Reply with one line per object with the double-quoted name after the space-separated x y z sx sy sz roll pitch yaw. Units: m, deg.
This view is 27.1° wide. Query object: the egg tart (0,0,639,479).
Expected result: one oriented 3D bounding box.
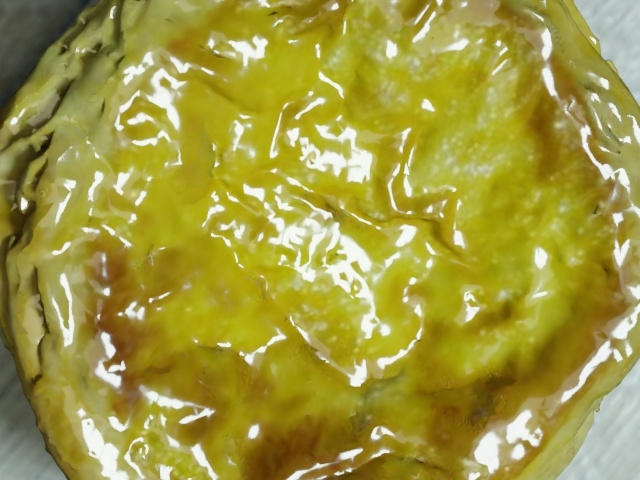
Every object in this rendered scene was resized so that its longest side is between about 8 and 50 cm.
0.004 -0.002 0.645 0.341 0.129 0.341 -3 101 -13 "egg tart"
